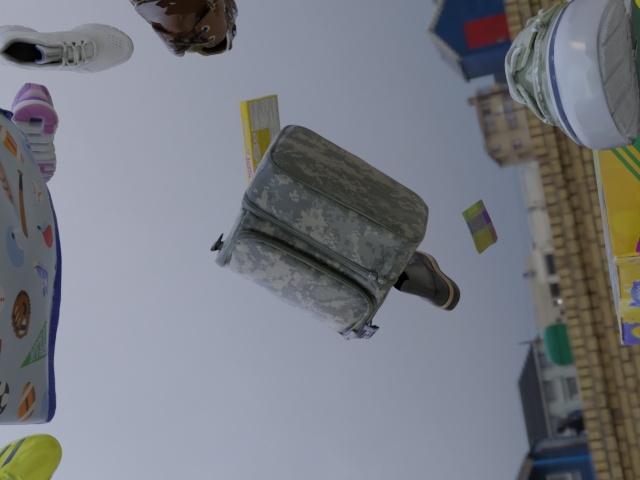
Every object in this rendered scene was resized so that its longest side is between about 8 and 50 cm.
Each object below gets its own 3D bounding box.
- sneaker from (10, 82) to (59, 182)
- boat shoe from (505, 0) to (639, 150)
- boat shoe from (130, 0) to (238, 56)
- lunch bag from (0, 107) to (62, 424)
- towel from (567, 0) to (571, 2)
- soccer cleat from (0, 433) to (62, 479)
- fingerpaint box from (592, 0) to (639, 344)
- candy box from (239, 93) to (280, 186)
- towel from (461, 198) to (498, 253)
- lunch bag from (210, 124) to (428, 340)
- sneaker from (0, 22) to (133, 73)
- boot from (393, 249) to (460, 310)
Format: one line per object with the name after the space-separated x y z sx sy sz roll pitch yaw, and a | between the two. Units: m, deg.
-0.530 -0.194 1.696 0.236 0.095 0.104 119 145 -45 | sneaker
0.189 -0.128 0.703 0.302 0.094 0.109 -36 -63 -65 | boat shoe
-0.158 -0.287 1.166 0.307 0.111 0.104 -40 -58 -75 | boat shoe
-0.428 0.002 1.001 0.328 0.239 0.385 74 -162 -80 | lunch bag
0.431 -0.527 1.501 0.235 0.121 0.283 -94 -12 -56 | towel
-0.518 0.392 1.391 0.093 0.289 0.121 60 176 -6 | soccer cleat
0.454 -0.090 1.241 0.445 0.163 0.371 46 -141 -63 | fingerpaint box
-0.121 -0.200 1.964 0.105 0.027 0.205 -26 -65 -53 | candy box
0.277 -0.023 1.612 0.060 0.009 0.083 -32 -76 -36 | towel
0.000 0.000 1.528 0.256 0.305 0.212 -59 6 28 | lunch bag
-0.540 -0.392 1.947 0.129 0.297 0.111 -132 39 -62 | sneaker
0.159 0.054 1.745 0.137 0.198 0.076 19 -80 -35 | boot
